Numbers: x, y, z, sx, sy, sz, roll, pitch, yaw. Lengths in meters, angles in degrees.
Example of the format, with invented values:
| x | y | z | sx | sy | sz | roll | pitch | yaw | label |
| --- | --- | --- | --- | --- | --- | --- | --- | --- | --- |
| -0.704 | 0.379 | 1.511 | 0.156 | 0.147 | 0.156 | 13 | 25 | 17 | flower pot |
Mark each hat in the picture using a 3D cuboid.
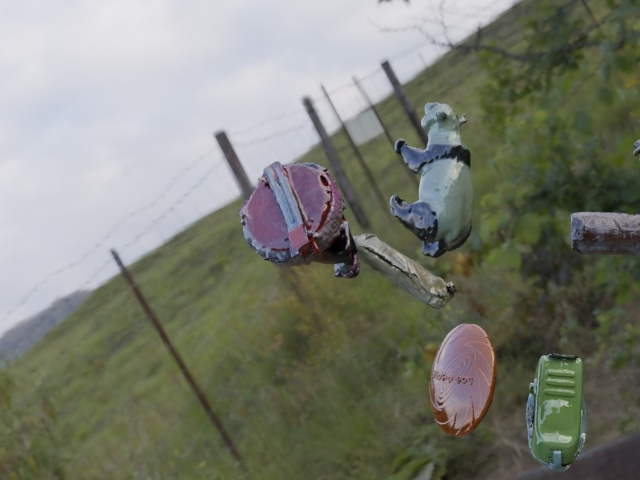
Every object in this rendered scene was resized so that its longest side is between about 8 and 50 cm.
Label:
| x | y | z | sx | sy | sz | roll | pitch | yaw | label |
| --- | --- | --- | --- | --- | --- | --- | --- | --- | --- |
| 0.004 | 0.000 | 1.246 | 0.129 | 0.140 | 0.227 | -48 | -36 | 0 | hat |

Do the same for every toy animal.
| x | y | z | sx | sy | sz | roll | pitch | yaw | label |
| --- | --- | --- | --- | --- | --- | --- | --- | --- | --- |
| 0.173 | -0.093 | 1.516 | 0.094 | 0.225 | 0.121 | 12 | -14 | -31 | toy animal |

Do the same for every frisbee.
| x | y | z | sx | sy | sz | roll | pitch | yaw | label |
| --- | --- | --- | --- | --- | --- | --- | --- | --- | --- |
| 0.229 | 0.232 | 1.728 | 0.035 | 0.192 | 0.192 | 13 | -25 | -23 | frisbee |

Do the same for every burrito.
| x | y | z | sx | sy | sz | roll | pitch | yaw | label |
| --- | --- | --- | --- | --- | --- | --- | --- | --- | --- |
| 0.100 | 0.035 | 1.363 | 0.042 | 0.171 | 0.051 | -57 | -6 | 23 | burrito |

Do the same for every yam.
| x | y | z | sx | sy | sz | roll | pitch | yaw | label |
| --- | --- | --- | --- | --- | --- | --- | --- | --- | --- |
| 0.499 | -0.010 | 1.761 | 0.141 | 0.079 | 0.079 | 2 | 2 | 14 | yam |

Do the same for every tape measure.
| x | y | z | sx | sy | sz | roll | pitch | yaw | label |
| --- | --- | --- | --- | --- | --- | --- | --- | --- | --- |
| 0.421 | 0.312 | 1.830 | 0.106 | 0.200 | 0.175 | 2 | -14 | 7 | tape measure |

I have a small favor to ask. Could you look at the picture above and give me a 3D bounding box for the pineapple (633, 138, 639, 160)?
| x | y | z | sx | sy | sz | roll | pitch | yaw | label |
| --- | --- | --- | --- | --- | --- | --- | --- | --- | --- |
| 0.661 | -0.165 | 1.670 | 0.340 | 0.169 | 0.169 | -7 | -7 | -3 | pineapple |
